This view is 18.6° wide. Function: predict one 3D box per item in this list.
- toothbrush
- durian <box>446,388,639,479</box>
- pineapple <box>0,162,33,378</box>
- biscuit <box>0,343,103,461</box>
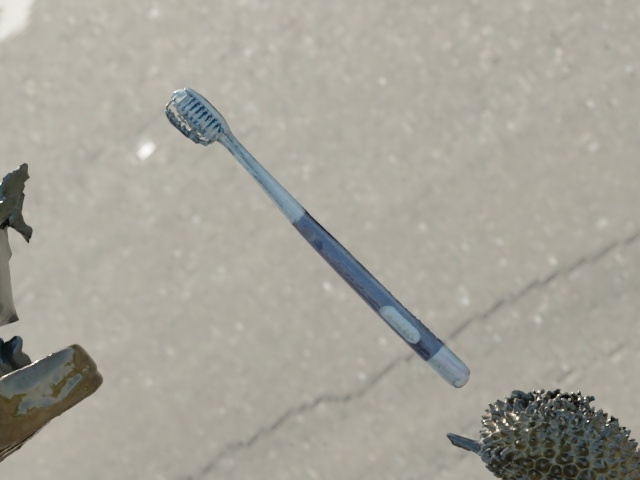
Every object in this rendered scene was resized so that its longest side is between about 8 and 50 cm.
[{"bbox_3d":[0.000,0.000,1.353,0.024,0.288,0.026,-41,7,38],"label":"toothbrush"},{"bbox_3d":[0.154,0.129,1.251,0.110,0.140,0.071,-93,24,-71],"label":"durian"},{"bbox_3d":[-0.281,0.109,1.173,0.357,0.223,0.223,-47,30,10],"label":"pineapple"},{"bbox_3d":[-0.179,0.096,0.749,0.215,0.034,0.182,-25,0,10],"label":"biscuit"}]
